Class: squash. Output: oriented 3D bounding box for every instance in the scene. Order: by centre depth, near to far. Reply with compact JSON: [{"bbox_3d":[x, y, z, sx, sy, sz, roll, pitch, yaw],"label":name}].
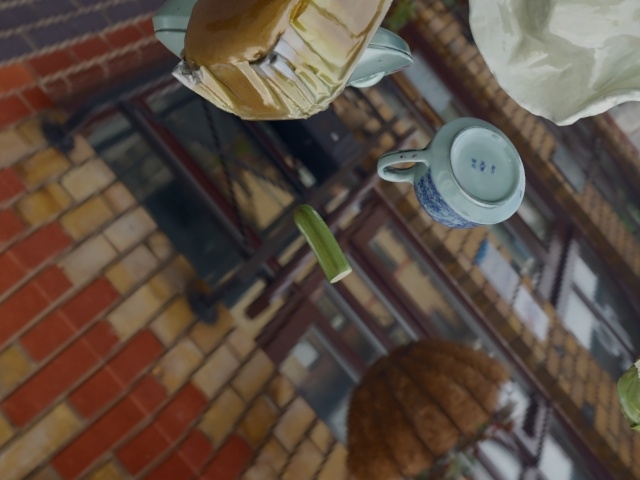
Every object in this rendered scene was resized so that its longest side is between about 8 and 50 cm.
[{"bbox_3d":[0.000,0.000,1.174,0.027,0.083,0.027,-28,168,-7],"label":"squash"}]

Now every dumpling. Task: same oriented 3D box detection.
[{"bbox_3d":[0.292,-0.295,1.415,0.242,0.318,0.187,-21,-178,10],"label":"dumpling"}]

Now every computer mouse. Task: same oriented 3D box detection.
[{"bbox_3d":[-0.045,-0.207,1.310,0.159,0.288,0.097,1,105,-80],"label":"computer mouse"}]

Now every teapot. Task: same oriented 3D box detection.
[{"bbox_3d":[0.191,-0.084,1.702,0.159,0.232,0.159,-45,-144,48],"label":"teapot"}]

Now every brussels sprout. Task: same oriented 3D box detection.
[{"bbox_3d":[0.500,0.221,1.670,0.149,0.122,0.152,-16,139,-24],"label":"brussels sprout"}]

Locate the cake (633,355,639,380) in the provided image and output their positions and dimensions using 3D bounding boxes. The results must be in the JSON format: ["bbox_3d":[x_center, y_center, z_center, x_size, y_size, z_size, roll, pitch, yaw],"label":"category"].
[{"bbox_3d":[0.321,0.095,1.036,0.121,0.052,0.065,-32,-165,-33],"label":"cake"}]

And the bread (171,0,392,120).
[{"bbox_3d":[-0.015,-0.216,0.994,0.136,0.107,0.241,3,-125,43],"label":"bread"}]
